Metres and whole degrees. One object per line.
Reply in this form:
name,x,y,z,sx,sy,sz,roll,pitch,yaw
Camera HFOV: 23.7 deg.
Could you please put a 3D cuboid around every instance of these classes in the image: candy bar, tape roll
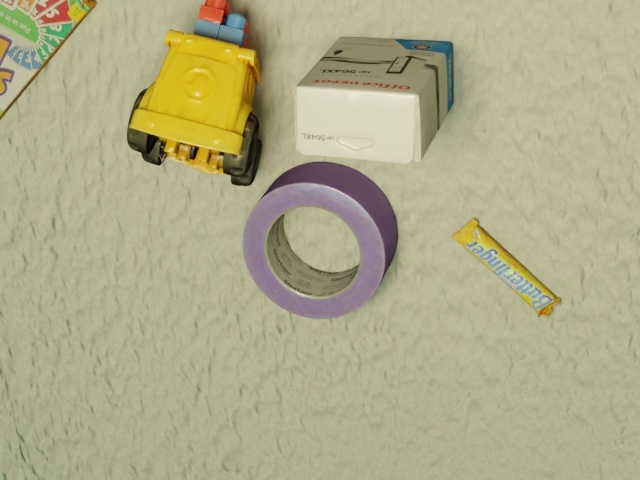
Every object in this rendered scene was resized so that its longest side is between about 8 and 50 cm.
candy bar,0.237,0.037,1.938,0.161,0.018,0.040,43,118,-4
tape roll,0.000,0.000,1.956,0.189,0.080,0.189,6,114,14

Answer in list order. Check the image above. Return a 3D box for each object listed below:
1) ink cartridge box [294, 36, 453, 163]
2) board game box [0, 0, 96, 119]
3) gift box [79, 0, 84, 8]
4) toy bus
ink cartridge box,0.066,-0.168,1.791,0.148,0.203,0.086,5,114,14
board game box,-0.414,-0.260,1.988,0.124,0.039,0.259,44,120,-5
gift box,-0.375,-0.393,1.768,0.258,0.255,0.276,-13,104,-2
toy bus,-0.135,-0.187,1.873,0.149,0.220,0.212,13,84,4
